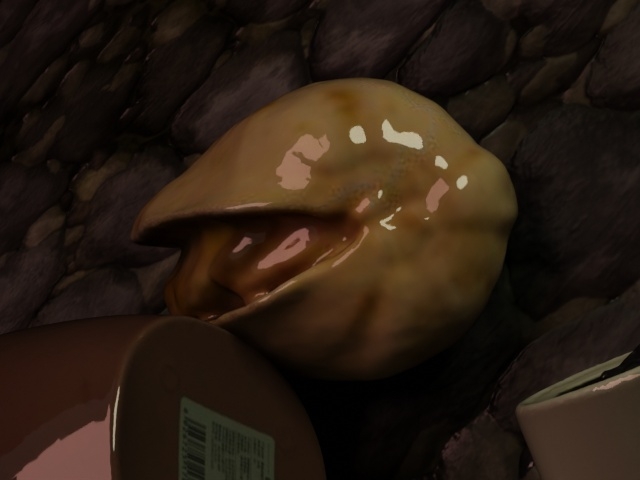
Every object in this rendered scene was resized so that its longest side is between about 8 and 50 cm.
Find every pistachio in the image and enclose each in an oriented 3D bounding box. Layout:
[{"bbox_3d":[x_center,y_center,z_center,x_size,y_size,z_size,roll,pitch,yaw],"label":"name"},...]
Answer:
[{"bbox_3d":[0.000,0.000,1.264,0.321,0.238,0.229,-17,80,33],"label":"pistachio"}]

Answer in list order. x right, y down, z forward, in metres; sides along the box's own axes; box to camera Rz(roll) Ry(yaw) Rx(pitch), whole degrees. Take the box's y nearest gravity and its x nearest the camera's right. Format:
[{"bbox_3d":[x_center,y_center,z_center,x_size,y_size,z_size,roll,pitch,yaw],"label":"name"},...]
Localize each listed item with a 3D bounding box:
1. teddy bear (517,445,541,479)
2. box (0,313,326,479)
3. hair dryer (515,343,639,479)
[{"bbox_3d":[0.180,0.182,0.945,0.251,0.144,0.171,2,63,52],"label":"teddy bear"},{"bbox_3d":[-0.147,0.189,1.181,0.216,0.301,0.301,-22,44,32],"label":"box"},{"bbox_3d":[0.289,0.105,0.802,0.362,0.203,0.128,-21,-5,-18],"label":"hair dryer"}]
